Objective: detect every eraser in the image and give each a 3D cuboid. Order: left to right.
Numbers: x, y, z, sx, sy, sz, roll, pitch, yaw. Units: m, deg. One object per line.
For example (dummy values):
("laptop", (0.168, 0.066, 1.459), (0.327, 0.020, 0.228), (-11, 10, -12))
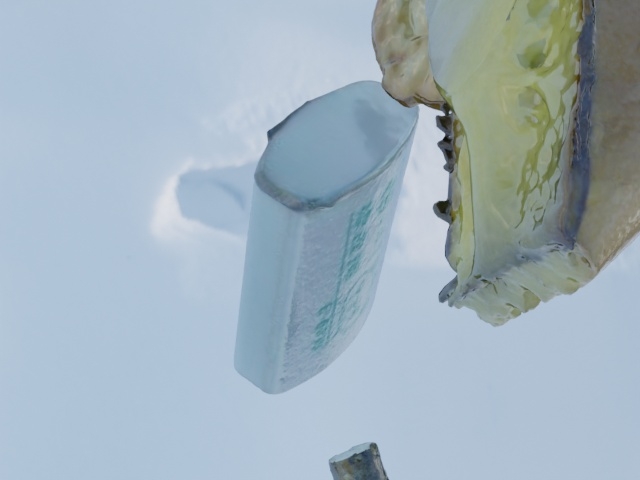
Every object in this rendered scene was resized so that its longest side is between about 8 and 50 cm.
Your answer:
("eraser", (0.000, 0.000, 1.243), (0.189, 0.104, 0.290), (-48, 159, -37))

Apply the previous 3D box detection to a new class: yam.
("yam", (0.068, 0.320, 1.296), (0.061, 0.061, 0.253), (-36, 111, -54))

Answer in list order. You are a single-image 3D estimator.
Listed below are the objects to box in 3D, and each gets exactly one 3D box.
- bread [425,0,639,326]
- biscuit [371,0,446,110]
("bread", (0.158, -0.086, 0.777), (0.162, 0.204, 0.262), (4, 73, -13))
("biscuit", (0.139, -0.226, 1.101), (0.041, 0.260, 0.203), (26, 15, -37))
